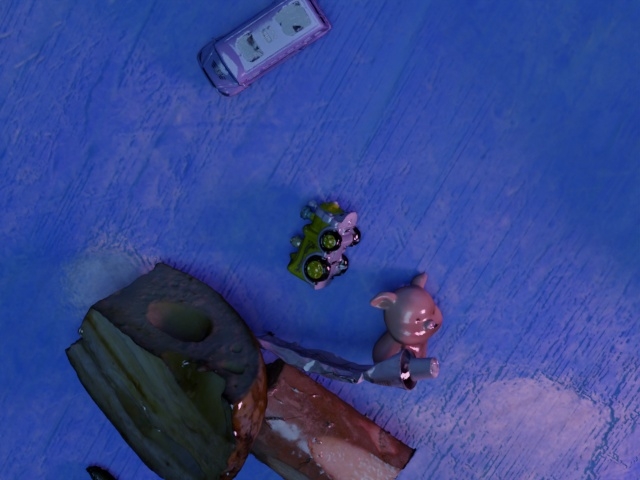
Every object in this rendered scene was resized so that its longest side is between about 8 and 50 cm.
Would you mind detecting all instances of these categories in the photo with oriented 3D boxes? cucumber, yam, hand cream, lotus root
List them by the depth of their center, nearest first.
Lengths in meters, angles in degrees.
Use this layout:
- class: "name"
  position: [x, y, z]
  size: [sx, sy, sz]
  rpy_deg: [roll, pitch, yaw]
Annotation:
- class: "hand cream"
  position: [0.027, 0.148, 1.363]
  size: [0.257, 0.084, 0.050]
  rpy_deg: [6, 96, 25]
- class: "lotus root"
  position: [-0.175, 0.166, 1.364]
  size: [0.314, 0.142, 0.210]
  rpy_deg: [42, 130, 27]
- class: "yam"
  position: [-0.005, 0.259, 1.418]
  size: [0.238, 0.129, 0.128]
  rpy_deg: [38, 140, -3]
- class: "cucumber"
  position: [-0.269, 0.390, 1.523]
  size: [0.033, 0.036, 0.184]
  rpy_deg: [-30, 100, 21]

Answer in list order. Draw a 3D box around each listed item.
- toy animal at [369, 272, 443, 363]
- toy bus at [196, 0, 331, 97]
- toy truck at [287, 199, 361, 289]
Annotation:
- class: "toy animal"
  position: [0.105, 0.119, 1.389]
  size: [0.089, 0.083, 0.150]
  rpy_deg: [17, 106, 14]
- class: "toy bus"
  position: [-0.074, -0.242, 1.325]
  size: [0.167, 0.076, 0.073]
  rpy_deg: [-32, 98, 12]
- class: "toy truck"
  position: [0.000, 0.000, 1.383]
  size: [0.077, 0.076, 0.111]
  rpy_deg: [27, 105, 20]
